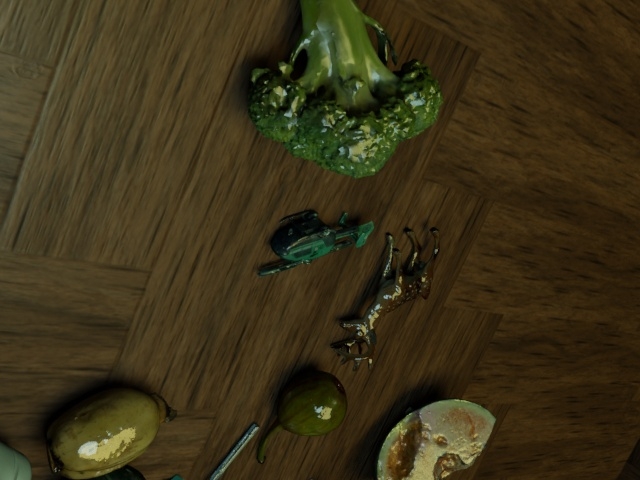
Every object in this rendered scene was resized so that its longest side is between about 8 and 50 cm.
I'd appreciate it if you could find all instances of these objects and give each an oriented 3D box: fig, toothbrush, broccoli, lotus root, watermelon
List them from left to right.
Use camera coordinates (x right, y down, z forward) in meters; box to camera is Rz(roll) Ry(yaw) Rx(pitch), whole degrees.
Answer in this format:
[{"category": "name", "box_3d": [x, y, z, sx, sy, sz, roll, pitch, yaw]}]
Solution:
[{"category": "lotus root", "box_3d": [-0.312, 0.284, 1.273, 0.221, 0.125, 0.118, -23, 87, -37]}, {"category": "toothbrush", "box_3d": [-0.188, 0.426, 1.554, 0.219, 0.019, 0.016, -50, 140, -7]}, {"category": "fig", "box_3d": [-0.052, 0.338, 1.580, 0.236, 0.124, 0.124, -42, 143, 21]}, {"category": "broccoli", "box_3d": [0.010, -0.229, 1.231, 0.254, 0.186, 0.302, -44, 95, -7]}, {"category": "watermelon", "box_3d": [0.219, 0.457, 1.880, 0.322, 0.188, 0.175, -28, 88, -18]}]

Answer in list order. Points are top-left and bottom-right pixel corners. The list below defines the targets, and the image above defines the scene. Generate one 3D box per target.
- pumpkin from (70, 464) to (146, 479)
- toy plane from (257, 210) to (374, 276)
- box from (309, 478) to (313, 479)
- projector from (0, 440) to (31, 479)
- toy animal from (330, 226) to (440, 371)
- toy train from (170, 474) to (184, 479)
[{"category": "pumpkin", "box_3d": [-0.346, 0.418, 1.318, 0.167, 0.125, 0.167, -13, 144, -10]}, {"category": "toy plane", "box_3d": [0.000, 0.000, 1.420, 0.235, 0.060, 0.096, -16, 134, -31]}, {"category": "box", "box_3d": [0.068, 0.683, 1.818, 0.051, 0.205, 0.365, -37, 135, -19]}, {"category": "projector", "box_3d": [-0.516, 0.258, 1.073, 0.108, 0.108, 0.337, -46, 138, -10]}, {"category": "toy animal", "box_3d": [0.141, 0.112, 1.604, 0.243, 0.087, 0.260, -14, 122, -35]}, {"category": "toy train", "box_3d": [-0.264, 0.462, 1.501, 0.045, 0.029, 0.092, -36, 141, -43]}]
